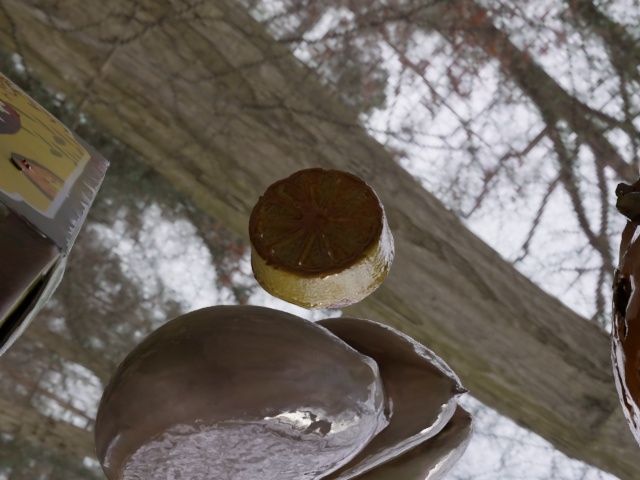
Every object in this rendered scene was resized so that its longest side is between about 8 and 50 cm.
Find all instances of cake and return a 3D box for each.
[{"bbox_3d":[0.000,0.000,0.656,0.084,0.044,0.084,-3,-124,4],"label":"cake"}]

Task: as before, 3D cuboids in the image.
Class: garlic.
[{"bbox_3d":[-0.041,0.151,0.925,0.325,0.279,0.132,-46,-139,32],"label":"garlic"}]

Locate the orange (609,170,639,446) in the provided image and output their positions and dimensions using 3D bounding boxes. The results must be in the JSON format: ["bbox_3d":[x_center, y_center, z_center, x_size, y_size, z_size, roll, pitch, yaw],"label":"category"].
[{"bbox_3d":[0.326,0.004,0.630,0.326,0.424,0.424,7,-116,13],"label":"orange"}]

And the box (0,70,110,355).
[{"bbox_3d":[-0.332,-0.105,0.689,0.138,0.420,0.373,-49,-168,2],"label":"box"}]
